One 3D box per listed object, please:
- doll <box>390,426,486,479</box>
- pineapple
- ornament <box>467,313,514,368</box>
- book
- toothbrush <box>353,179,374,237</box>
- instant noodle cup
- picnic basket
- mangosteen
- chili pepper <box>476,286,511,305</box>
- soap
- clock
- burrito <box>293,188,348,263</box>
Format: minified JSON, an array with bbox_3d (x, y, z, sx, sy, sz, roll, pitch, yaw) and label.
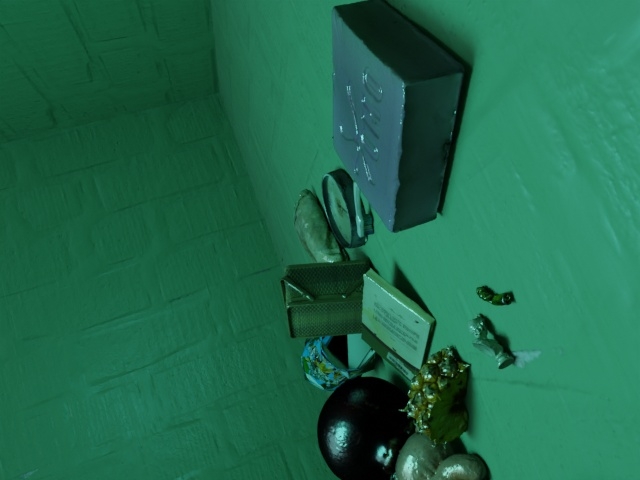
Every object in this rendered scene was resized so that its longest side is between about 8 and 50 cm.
[{"bbox_3d":[0.304,0.550,1.035,0.303,0.156,0.201,30,97,45],"label":"doll"},{"bbox_3d":[0.234,0.337,0.965,0.079,0.135,0.233,-133,29,-60],"label":"pineapple"},{"bbox_3d":[0.275,0.170,0.779,0.092,0.041,0.068,57,-174,14],"label":"ornament"},{"bbox_3d":[0.177,0.218,1.145,0.201,0.026,0.289,39,149,31],"label":"book"},{"bbox_3d":[0.088,-0.184,1.080,0.042,0.040,0.417,-123,20,-54],"label":"toothbrush"},{"bbox_3d":[0.065,0.361,1.537,0.178,0.240,0.240,115,136,-58],"label":"instant noodle cup"},{"bbox_3d":[0.027,0.161,1.289,0.165,0.267,0.139,89,176,-46],"label":"picnic basket"},{"bbox_3d":[0.137,0.533,1.294,0.313,0.297,0.296,-147,41,-75],"label":"mangosteen"},{"bbox_3d":[0.271,0.089,0.739,0.027,0.022,0.083,41,173,-14],"label":"chili pepper"},{"bbox_3d":[0.112,-0.214,0.807,0.296,0.107,0.285,87,163,-46],"label":"soap"},{"bbox_3d":[0.062,-0.084,1.307,0.226,0.049,0.225,162,90,-78],"label":"clock"},{"bbox_3d":[-0.003,0.007,1.594,0.347,0.107,0.175,62,150,30],"label":"burrito"}]
